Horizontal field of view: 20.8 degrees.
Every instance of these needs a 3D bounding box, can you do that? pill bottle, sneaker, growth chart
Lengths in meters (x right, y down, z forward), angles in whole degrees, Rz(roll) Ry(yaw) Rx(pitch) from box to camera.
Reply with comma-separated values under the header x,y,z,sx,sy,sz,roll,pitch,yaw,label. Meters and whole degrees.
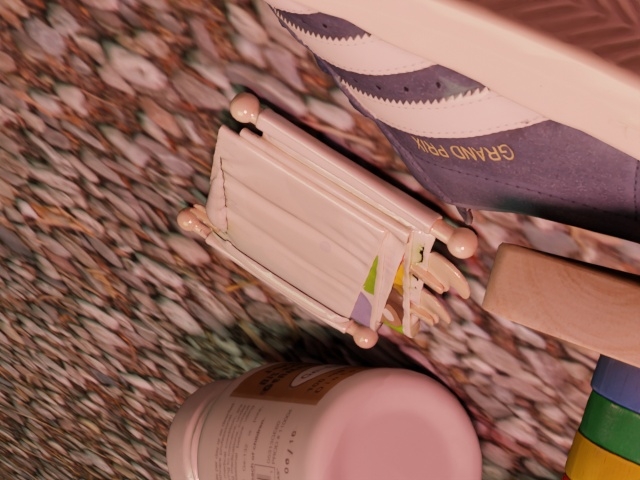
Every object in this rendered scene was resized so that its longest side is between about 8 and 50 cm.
x,y,z,sx,sy,sz,roll,pitch,yaw,label
-0.008,0.147,1.162,0.131,0.131,0.229,45,157,-22,pill bottle
0.027,-0.089,0.600,0.350,0.131,0.148,33,155,8,sneaker
0.000,0.000,0.991,0.172,0.021,0.237,35,159,1,growth chart

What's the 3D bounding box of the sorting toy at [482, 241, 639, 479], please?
x,y,z,sx,sy,sz,roll,pitch,yaw,label
0.211,0.092,0.598,0.255,0.089,0.257,21,-175,35,sorting toy
